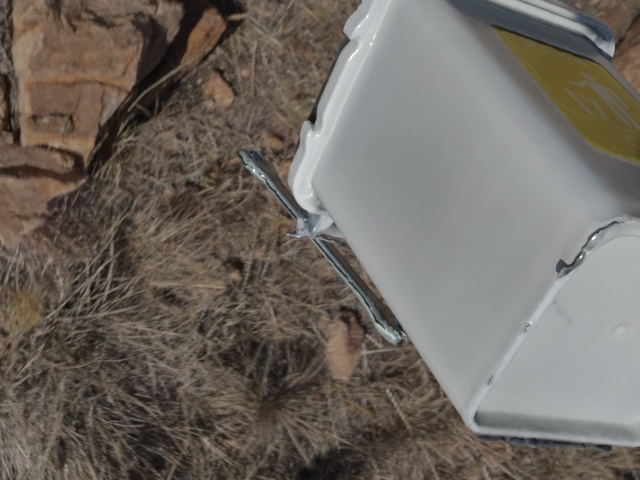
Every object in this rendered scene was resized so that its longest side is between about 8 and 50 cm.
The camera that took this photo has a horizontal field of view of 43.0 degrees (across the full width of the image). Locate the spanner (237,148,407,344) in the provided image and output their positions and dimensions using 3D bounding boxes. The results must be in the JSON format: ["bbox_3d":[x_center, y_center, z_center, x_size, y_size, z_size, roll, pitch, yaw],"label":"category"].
[{"bbox_3d":[0.000,0.000,0.927,0.017,0.071,0.302,-45,70,14],"label":"spanner"}]

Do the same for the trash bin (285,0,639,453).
[{"bbox_3d":[0.140,-0.020,0.646,0.255,0.296,0.368,12,32,-26],"label":"trash bin"}]
